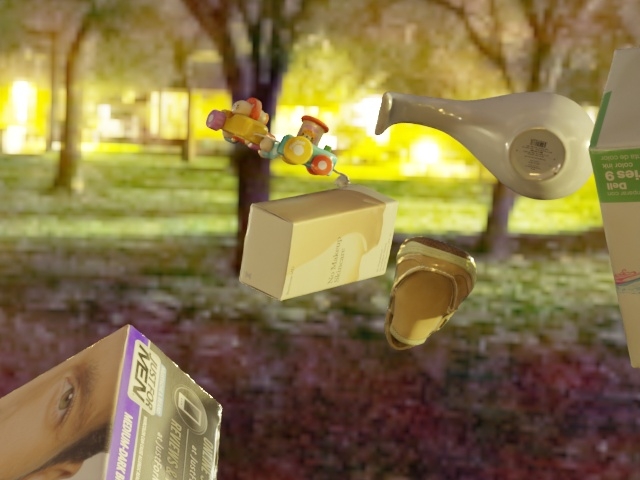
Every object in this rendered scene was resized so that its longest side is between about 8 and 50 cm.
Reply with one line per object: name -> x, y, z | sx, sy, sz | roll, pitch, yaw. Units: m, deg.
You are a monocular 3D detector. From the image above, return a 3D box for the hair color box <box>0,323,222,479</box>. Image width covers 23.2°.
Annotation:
hair color box -> -0.229, 0.215, 1.027 | 0.339, 0.110, 0.185 | -29, 34, 22

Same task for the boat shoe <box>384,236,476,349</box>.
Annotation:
boat shoe -> 0.085, 0.054, 1.296 | 0.068, 0.072, 0.190 | 22, -16, 6

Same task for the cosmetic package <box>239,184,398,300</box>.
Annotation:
cosmetic package -> 0.000, 0.000, 1.080 | 0.041, 0.060, 0.115 | 24, 25, 35

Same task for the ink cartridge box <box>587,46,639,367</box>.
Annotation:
ink cartridge box -> 0.278, -0.027, 1.218 | 0.093, 0.212, 0.154 | -5, 35, 23

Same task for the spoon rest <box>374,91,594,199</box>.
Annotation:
spoon rest -> 0.209, -0.134, 1.941 | 0.276, 0.137, 0.084 | 15, 21, 3

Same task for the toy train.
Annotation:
toy train -> -0.033, -0.095, 1.423 | 0.166, 0.046, 0.125 | 23, 0, 33
